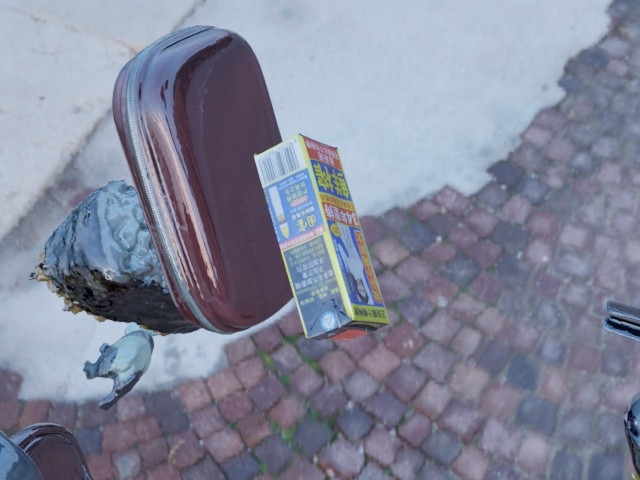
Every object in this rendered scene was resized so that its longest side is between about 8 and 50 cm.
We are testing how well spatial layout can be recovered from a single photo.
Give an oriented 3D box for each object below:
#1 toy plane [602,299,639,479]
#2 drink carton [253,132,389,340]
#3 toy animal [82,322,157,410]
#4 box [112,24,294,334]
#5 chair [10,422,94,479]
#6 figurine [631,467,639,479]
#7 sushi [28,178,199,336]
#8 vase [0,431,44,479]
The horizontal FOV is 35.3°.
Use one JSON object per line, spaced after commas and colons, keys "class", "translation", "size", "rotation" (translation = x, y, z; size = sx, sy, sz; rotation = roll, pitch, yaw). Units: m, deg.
{"class": "toy plane", "translation": [0.347, 0.160, 0.643], "size": [0.382, 0.155, 0.106], "rotation": [23, 26, 16]}
{"class": "drink carton", "translation": [0.000, 0.000, 0.843], "size": [0.056, 0.071, 0.165], "rotation": [-24, 72, 28]}
{"class": "toy animal", "translation": [-0.377, 0.225, 1.943], "size": [0.121, 0.225, 0.094], "rotation": [-41, 97, 15]}
{"class": "box", "translation": [-0.137, -0.078, 1.334], "size": [0.108, 0.403, 0.263], "rotation": [-4, 21, 33]}
{"class": "chair", "translation": [-0.509, 0.368, 1.490], "size": [0.401, 0.226, 0.226], "rotation": [3, 50, 24]}
{"class": "figurine", "translation": [0.533, 0.439, 1.457], "size": [0.127, 0.185, 0.234], "rotation": [-49, 26, 17]}
{"class": "sushi", "translation": [-0.288, 0.028, 1.701], "size": [0.207, 0.349, 0.234], "rotation": [-31, 49, 37]}
{"class": "vase", "translation": [-0.420, 0.332, 0.972], "size": [0.173, 0.173, 0.321], "rotation": [15, 37, 14]}
